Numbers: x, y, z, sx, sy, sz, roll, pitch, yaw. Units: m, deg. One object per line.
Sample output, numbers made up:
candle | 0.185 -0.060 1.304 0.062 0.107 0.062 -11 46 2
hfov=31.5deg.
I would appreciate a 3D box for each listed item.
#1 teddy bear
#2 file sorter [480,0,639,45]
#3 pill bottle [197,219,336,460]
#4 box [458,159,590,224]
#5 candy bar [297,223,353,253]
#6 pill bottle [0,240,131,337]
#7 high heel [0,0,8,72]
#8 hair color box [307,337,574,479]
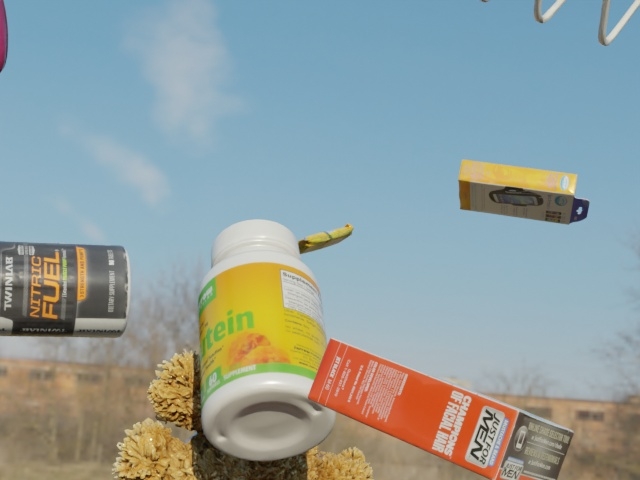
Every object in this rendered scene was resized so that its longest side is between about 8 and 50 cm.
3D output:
teddy bear | -0.074 0.264 1.297 0.338 0.245 0.113 49 -37 -15
file sorter | 0.251 -0.312 1.076 0.277 0.173 0.193 25 -37 23
pill bottle | -0.063 0.098 1.213 0.136 0.246 0.136 -4 -44 -4
box | 0.215 -0.050 1.199 0.136 0.028 0.081 7 -20 11
candy bar | 0.000 0.000 1.548 0.040 0.018 0.161 -36 -9 26
pill bottle | -0.388 0.067 1.540 0.245 0.131 0.130 2 -10 -19
high heel | -0.501 -0.340 1.292 0.127 0.377 0.181 -29 11 20
hair color box | 0.085 0.126 0.820 0.167 0.053 0.093 16 -6 40
